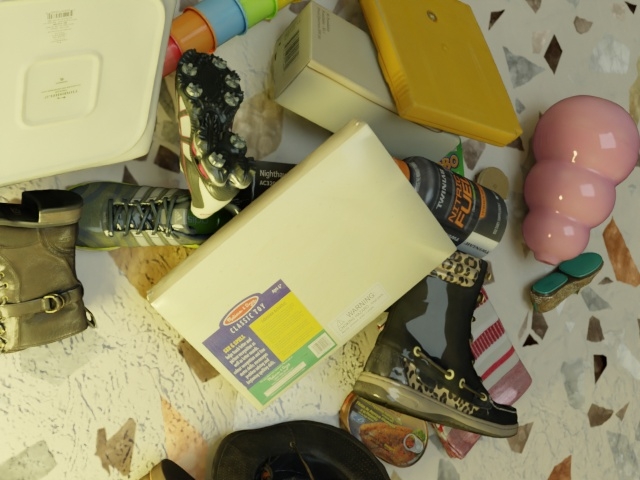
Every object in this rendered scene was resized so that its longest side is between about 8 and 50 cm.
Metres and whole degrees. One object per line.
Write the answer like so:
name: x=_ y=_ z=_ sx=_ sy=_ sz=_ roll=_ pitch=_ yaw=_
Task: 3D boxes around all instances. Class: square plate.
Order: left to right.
square plate: x=-0.327 y=-0.194 z=1.061 sx=0.347 sy=0.344 sz=0.049 roll=-19 pitch=55 yaw=-36

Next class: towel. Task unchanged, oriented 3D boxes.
towel: x=0.259 y=0.215 z=1.632 sx=0.237 sy=0.037 sz=0.329 roll=-41 pitch=113 yaw=-24

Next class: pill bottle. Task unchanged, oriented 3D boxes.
pill bottle: x=0.187 y=-0.060 z=1.468 sx=0.246 sy=0.130 sz=0.130 roll=20 pitch=78 yaw=-34

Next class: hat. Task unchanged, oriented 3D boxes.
hat: x=-0.031 y=0.435 z=1.382 sx=0.331 sy=0.331 sz=0.134 roll=5 pitch=123 yaw=-32

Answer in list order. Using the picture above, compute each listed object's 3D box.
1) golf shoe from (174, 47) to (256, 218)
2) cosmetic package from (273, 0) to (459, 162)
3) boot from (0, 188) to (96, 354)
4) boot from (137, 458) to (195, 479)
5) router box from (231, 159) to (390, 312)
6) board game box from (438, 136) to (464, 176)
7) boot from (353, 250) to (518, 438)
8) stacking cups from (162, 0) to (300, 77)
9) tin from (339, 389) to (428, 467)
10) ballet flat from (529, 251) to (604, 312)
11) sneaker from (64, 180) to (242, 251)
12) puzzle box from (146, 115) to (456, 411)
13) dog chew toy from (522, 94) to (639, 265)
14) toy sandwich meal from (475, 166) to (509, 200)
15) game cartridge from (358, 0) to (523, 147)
golf shoe: x=-0.173 y=-0.162 z=1.272 sx=0.105 sy=0.120 sz=0.272 roll=11 pitch=50 yaw=-29
cosmetic package: x=0.078 y=-0.249 z=1.474 sx=0.309 sy=0.113 sz=0.160 roll=23 pitch=46 yaw=-28
boot: x=-0.426 y=0.054 z=1.169 sx=0.263 sy=0.091 sz=0.229 roll=-5 pitch=118 yaw=-28
boot: x=-0.190 y=0.464 z=1.347 sx=0.115 sy=0.112 sz=0.305 roll=-37 pitch=115 yaw=4
router box: x=0.000 y=0.000 z=1.471 sx=0.309 sy=0.081 sz=0.242 roll=2 pitch=87 yaw=-32
board game box: x=0.219 y=-0.066 z=1.638 sx=0.124 sy=0.039 sz=0.259 roll=-6 pitch=94 yaw=-32
boot: x=0.235 y=0.177 z=1.513 sx=0.377 sy=0.138 sz=0.284 roll=22 pitch=77 yaw=-35
stacking cups: x=-0.162 y=-0.347 z=1.373 sx=0.316 sy=0.096 sz=0.096 roll=-40 pitch=109 yaw=-27
tin: x=0.114 y=0.330 z=1.558 sx=0.190 sy=0.040 sz=0.106 roll=37 pitch=74 yaw=-26
ballet flat: x=0.502 y=0.089 z=1.801 sx=0.206 sy=0.073 sz=0.067 roll=-23 pitch=128 yaw=-28
sneaker: x=-0.247 y=-0.040 z=1.295 sx=0.300 sy=0.121 sz=0.111 roll=-4 pitch=90 yaw=-32
puzzle box: x=-0.022 y=0.043 z=1.327 sx=0.409 sy=0.052 sz=0.272 roll=-39 pitch=119 yaw=-1
dog chew toy: x=0.494 y=-0.112 z=1.724 sx=0.207 sy=0.207 sz=0.331 roll=23 pitch=85 yaw=-29
toy sandwich meal: x=0.334 y=-0.106 z=1.716 sx=0.086 sy=0.029 sz=0.085 roll=0 pitch=90 yaw=-27
game cartridge: x=0.202 y=-0.319 z=1.524 sx=0.285 sy=0.053 sz=0.323 roll=10 pitch=55 yaw=-38
